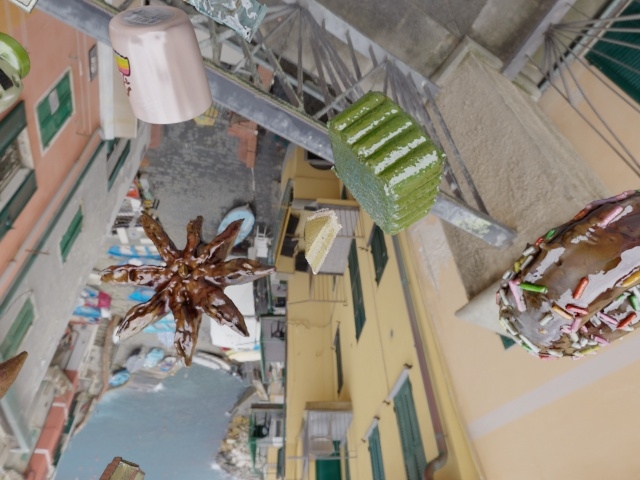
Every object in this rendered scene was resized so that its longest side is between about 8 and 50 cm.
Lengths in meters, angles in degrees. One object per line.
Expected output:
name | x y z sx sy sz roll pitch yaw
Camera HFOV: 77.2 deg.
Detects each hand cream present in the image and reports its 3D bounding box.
hand cream | -0.223 -0.461 0.728 0.247 0.052 0.075 26 106 -14

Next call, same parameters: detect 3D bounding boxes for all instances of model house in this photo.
model house | -0.235 0.291 0.462 0.058 0.057 0.083 12 135 14

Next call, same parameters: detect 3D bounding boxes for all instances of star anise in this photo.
star anise | -0.210 0.054 0.649 0.288 0.288 0.088 1 149 -4

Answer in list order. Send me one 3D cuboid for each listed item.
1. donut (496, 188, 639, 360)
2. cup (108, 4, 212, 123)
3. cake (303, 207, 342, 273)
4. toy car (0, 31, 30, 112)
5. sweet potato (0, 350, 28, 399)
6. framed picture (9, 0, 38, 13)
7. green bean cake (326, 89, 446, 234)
donut | 0.354 0.054 0.503 0.269 0.103 0.270 -15 138 -14
cup | -0.382 -0.423 0.932 0.191 0.253 0.200 -29 143 -24
cake | 0.000 0.000 0.720 0.065 0.121 0.052 -16 129 19
toy car | -0.564 -0.253 0.540 0.235 0.145 0.235 -2 128 -3
sweet potato | -0.467 0.226 0.504 0.065 0.218 0.051 -8 121 39
framed picture | -0.557 -0.545 0.725 0.150 0.203 0.015 28 172 -32
green bean cake | 0.142 -0.163 0.887 0.156 0.247 0.250 -34 155 -5
